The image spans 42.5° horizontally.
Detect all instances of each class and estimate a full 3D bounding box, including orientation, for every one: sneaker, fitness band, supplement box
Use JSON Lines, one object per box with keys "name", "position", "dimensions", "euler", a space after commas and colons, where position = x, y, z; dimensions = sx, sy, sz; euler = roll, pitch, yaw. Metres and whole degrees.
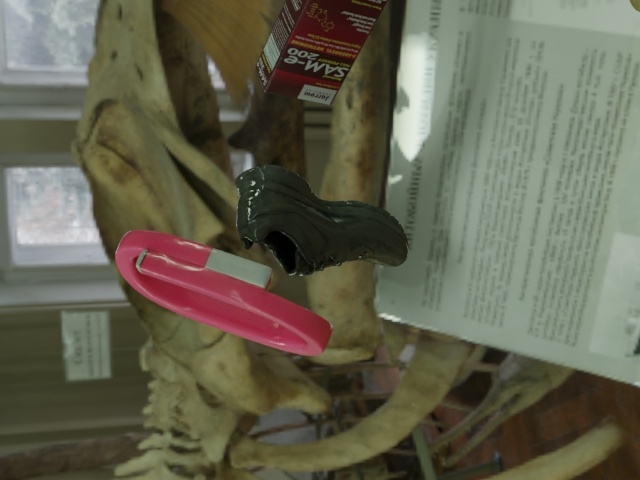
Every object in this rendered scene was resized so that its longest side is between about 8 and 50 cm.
{"name": "sneaker", "position": [0.000, 0.000, 1.170], "dimensions": [0.109, 0.286, 0.130], "euler": [-36, 42, 52]}
{"name": "fitness band", "position": [-0.123, 0.071, 1.027], "dimensions": [0.209, 0.291, 0.054], "euler": [76, -145, -65]}
{"name": "supplement box", "position": [0.003, -0.336, 1.302], "dimensions": [0.239, 0.130, 0.073], "euler": [-59, 38, 38]}

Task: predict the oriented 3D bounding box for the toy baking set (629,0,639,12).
{"name": "toy baking set", "position": [0.181, -0.167, 0.379], "dimensions": [0.256, 0.030, 0.197], "euler": [51, 162, 31]}
